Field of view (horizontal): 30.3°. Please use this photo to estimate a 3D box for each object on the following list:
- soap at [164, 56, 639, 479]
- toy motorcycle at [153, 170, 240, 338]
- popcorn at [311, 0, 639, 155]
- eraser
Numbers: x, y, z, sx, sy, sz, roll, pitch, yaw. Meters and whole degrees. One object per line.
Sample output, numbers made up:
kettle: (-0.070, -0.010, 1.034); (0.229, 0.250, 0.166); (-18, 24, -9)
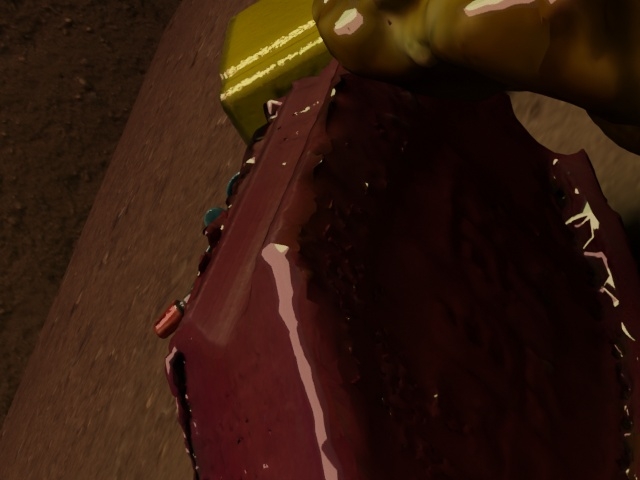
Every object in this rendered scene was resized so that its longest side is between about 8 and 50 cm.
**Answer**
soap: (0.035, 0.052, 0.468); (0.112, 0.182, 0.289); (-46, 17, 42)
toy motorcycle: (0.000, 0.000, 0.743); (0.182, 0.123, 0.272); (-40, 9, 12)
popcorn: (0.112, -0.121, 0.402); (0.251, 0.237, 0.206); (-41, 0, 30)
eraser: (0.036, -0.152, 0.804); (0.226, 0.069, 0.158); (-28, 28, 15)
